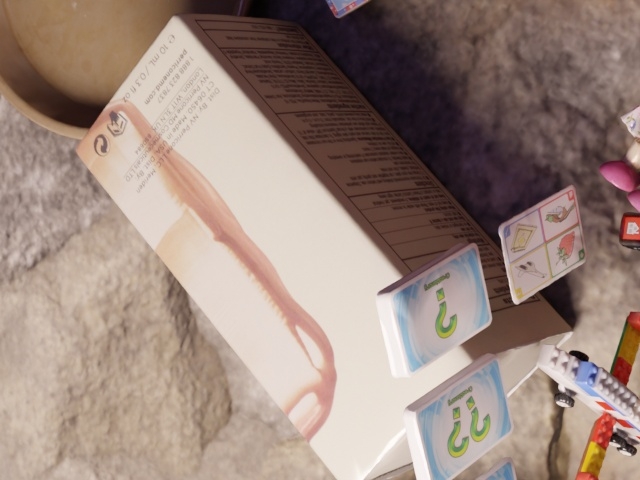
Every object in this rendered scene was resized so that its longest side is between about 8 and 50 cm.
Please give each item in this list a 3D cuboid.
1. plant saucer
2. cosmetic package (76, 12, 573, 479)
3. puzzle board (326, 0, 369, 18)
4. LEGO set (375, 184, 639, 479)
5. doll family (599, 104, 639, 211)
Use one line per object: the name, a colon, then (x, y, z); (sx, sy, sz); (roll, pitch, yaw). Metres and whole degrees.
plant saucer: (-0.155, -0.212, 1.145); (0.277, 0.041, 0.278); (2, 94, 29)
cosmetic package: (0.000, 0.000, 1.004); (0.296, 0.153, 0.129); (50, 116, 20)
puzzle board: (0.021, -0.226, 1.040); (0.096, 0.011, 0.128); (-31, 77, 8)
LEGO set: (0.143, 0.071, 0.890); (0.060, 0.244, 0.183); (3, 112, 44)
doll family: (0.290, -0.038, 0.871); (0.263, 0.118, 0.163); (53, 123, 37)
